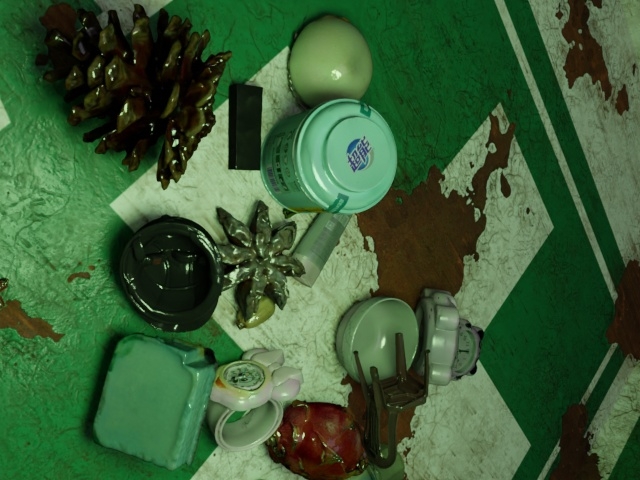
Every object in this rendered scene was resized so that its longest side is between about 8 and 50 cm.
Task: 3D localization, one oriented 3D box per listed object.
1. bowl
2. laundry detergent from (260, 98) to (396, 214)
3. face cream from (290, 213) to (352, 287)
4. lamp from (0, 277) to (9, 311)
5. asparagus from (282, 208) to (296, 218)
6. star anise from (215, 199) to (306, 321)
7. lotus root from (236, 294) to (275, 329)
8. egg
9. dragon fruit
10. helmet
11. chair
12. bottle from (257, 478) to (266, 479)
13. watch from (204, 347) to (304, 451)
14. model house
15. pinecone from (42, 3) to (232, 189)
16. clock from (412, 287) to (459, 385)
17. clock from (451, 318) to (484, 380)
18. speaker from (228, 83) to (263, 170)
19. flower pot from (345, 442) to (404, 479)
[{"bbox_3d":[0.158,0.307,1.812,0.287,0.144,0.287,-5,99,-37],"label":"bowl"},{"bbox_3d":[0.025,-0.209,1.507,0.287,0.305,0.287,-2,94,-26],"label":"laundry detergent"},{"bbox_3d":[0.000,0.000,1.694,0.107,0.073,0.269,39,72,-28],"label":"face cream"},{"bbox_3d":[-0.683,0.121,1.211,0.063,0.031,0.083,-1,100,-36],"label":"lamp"},{"bbox_3d":[-0.042,-0.113,1.674,0.165,0.030,0.036,-38,104,-27],"label":"asparagus"},{"bbox_3d":[-0.173,0.050,1.524,0.332,0.117,0.331,5,81,-30],"label":"star anise"},{"bbox_3d":[-0.172,0.192,1.594,0.150,0.062,0.073,-34,93,-32],"label":"lotus root"},{"bbox_3d":[0.063,-0.486,1.616,0.286,0.174,0.264,-38,121,-32],"label":"egg"},{"bbox_3d":[-0.003,0.571,1.663,0.315,0.250,0.250,19,82,3],"label":"dragon fruit"},{"bbox_3d":[-0.341,0.063,1.376,0.231,0.160,0.278,-5,115,-5],"label":"helmet"},{"bbox_3d":[0.210,0.462,1.675,0.183,0.175,0.326,-13,108,-22],"label":"chair"},{"bbox_3d":[-0.102,0.776,1.696,0.233,0.110,0.110,35,75,-35],"label":"bottle"},{"bbox_3d":[-0.190,0.429,1.557,0.248,0.211,0.217,-10,121,-30],"label":"watch"},{"bbox_3d":[-0.363,0.367,1.410,0.249,0.230,0.280,24,82,-79],"label":"model house"},{"bbox_3d":[-0.388,-0.311,1.203,0.384,0.384,0.384,-6,100,-37],"label":"pinecone"},{"bbox_3d":[0.368,0.311,1.870,0.113,0.322,0.295,8,92,1],"label":"clock"},{"bbox_3d":[0.495,0.396,2.122,0.248,0.090,0.227,13,88,-40],"label":"clock"},{"bbox_3d":[-0.196,-0.292,1.522,0.082,0.044,0.218,-4,99,-37],"label":"speaker"},{"bbox_3d":[0.149,0.739,1.851,0.203,0.212,0.212,-5,100,-52],"label":"flower pot"}]
